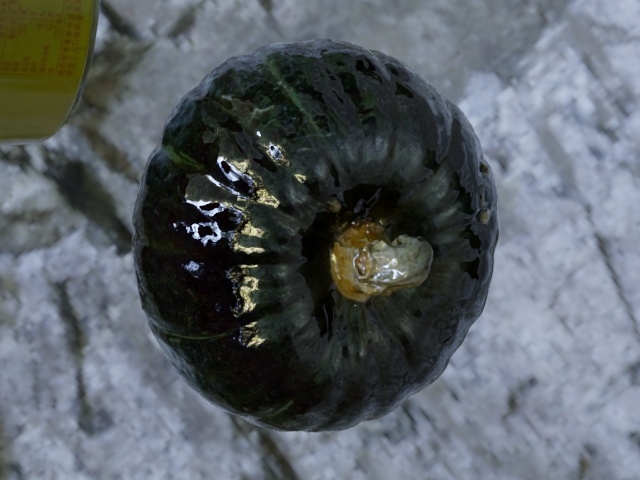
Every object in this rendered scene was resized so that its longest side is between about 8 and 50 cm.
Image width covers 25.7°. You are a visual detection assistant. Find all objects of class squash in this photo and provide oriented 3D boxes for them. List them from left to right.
[{"bbox_3d":[-0.003,-0.001,0.693,0.193,0.193,0.156,47,-165,-26],"label":"squash"}]

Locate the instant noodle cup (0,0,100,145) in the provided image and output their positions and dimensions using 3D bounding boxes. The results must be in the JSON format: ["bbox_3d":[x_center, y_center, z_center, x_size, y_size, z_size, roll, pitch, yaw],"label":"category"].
[{"bbox_3d":[-0.244,-0.126,0.697,0.236,0.215,0.215,1,-139,-32],"label":"instant noodle cup"}]
